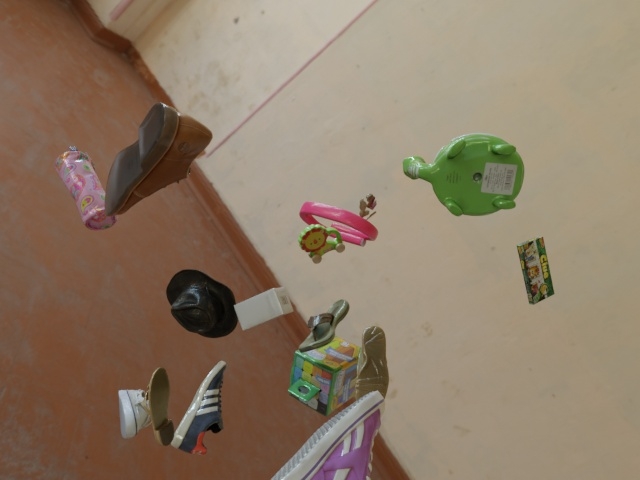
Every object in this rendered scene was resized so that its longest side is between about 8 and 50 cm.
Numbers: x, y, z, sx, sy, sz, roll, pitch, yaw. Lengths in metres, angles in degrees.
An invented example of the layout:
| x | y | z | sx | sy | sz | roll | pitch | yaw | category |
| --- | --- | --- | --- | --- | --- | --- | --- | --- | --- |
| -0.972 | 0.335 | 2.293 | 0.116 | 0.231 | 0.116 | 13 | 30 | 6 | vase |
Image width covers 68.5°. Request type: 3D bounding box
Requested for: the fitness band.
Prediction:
| x | y | z | sx | sy | sz | roll | pitch | yaw | category |
| --- | --- | --- | --- | --- | --- | --- | --- | --- | --- |
| 0.059 | -0.056 | 1.615 | 0.290 | 0.054 | 0.209 | 16 | -14 | 32 | fitness band |

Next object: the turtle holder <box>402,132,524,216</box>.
| x | y | z | sx | sy | sz | roll | pitch | yaw | category |
| --- | --- | --- | --- | --- | --- | --- | --- | --- | --- |
| 0.433 | -0.192 | 1.417 | 0.243 | 0.320 | 0.227 | 64 | 18 | -11 | turtle holder |

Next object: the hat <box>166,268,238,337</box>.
| x | y | z | sx | sy | sz | roll | pitch | yaw | category |
| --- | --- | --- | --- | --- | --- | --- | --- | --- | --- |
| -0.500 | 0.283 | 1.876 | 0.331 | 0.331 | 0.134 | 50 | 29 | -6 | hat |

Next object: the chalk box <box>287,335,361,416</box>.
| x | y | z | sx | sy | sz | roll | pitch | yaw | category |
| --- | --- | --- | --- | --- | --- | --- | --- | --- | --- |
| 0.010 | 0.478 | 1.665 | 0.180 | 0.179 | 0.289 | 19 | 18 | 33 | chalk box |

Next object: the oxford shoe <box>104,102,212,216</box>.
| x | y | z | sx | sy | sz | roll | pitch | yaw | category |
| --- | --- | --- | --- | --- | --- | --- | --- | --- | --- |
| -0.205 | -0.080 | 0.574 | 0.076 | 0.212 | 0.076 | 11 | 62 | -43 | oxford shoe |

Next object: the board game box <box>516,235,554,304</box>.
| x | y | z | sx | sy | sz | roll | pitch | yaw | category |
| --- | --- | --- | --- | --- | --- | --- | --- | --- | --- |
| 0.904 | 0.124 | 1.971 | 0.030 | 0.136 | 0.260 | -1 | -73 | 63 | board game box |

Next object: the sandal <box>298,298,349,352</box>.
| x | y | z | sx | sy | sz | roll | pitch | yaw | category |
| --- | --- | --- | --- | --- | --- | --- | --- | --- | --- |
| 0.002 | 0.277 | 1.586 | 0.086 | 0.120 | 0.303 | 58 | 32 | -11 | sandal |

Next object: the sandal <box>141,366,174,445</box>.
| x | y | z | sx | sy | sz | roll | pitch | yaw | category |
| --- | --- | --- | --- | --- | --- | --- | --- | --- | --- |
| -0.508 | 0.505 | 1.425 | 0.088 | 0.079 | 0.240 | -20 | 104 | -66 | sandal |

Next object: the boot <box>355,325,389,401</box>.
| x | y | z | sx | sy | sz | roll | pitch | yaw | category |
| --- | --- | --- | --- | --- | --- | --- | --- | --- | --- |
| 0.154 | 0.420 | 1.424 | 0.203 | 0.095 | 0.262 | 85 | 9 | -53 | boot |

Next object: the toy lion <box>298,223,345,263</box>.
| x | y | z | sx | sy | sz | roll | pitch | yaw | category |
| --- | --- | --- | --- | --- | --- | --- | --- | --- | --- |
| 0.000 | 0.000 | 1.087 | 0.034 | 0.100 | 0.096 | 54 | -15 | 51 | toy lion |

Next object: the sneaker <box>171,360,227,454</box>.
| x | y | z | sx | sy | sz | roll | pitch | yaw | category |
| --- | --- | --- | --- | --- | --- | --- | --- | --- | --- |
| -0.404 | 0.619 | 1.735 | 0.148 | 0.131 | 0.350 | 30 | 50 | -6 | sneaker |

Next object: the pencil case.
| x | y | z | sx | sy | sz | roll | pitch | yaw | category |
| --- | --- | --- | --- | --- | --- | --- | --- | --- | --- |
| -0.782 | -0.172 | 1.575 | 0.284 | 0.124 | 0.124 | 56 | 16 | 17 | pencil case |

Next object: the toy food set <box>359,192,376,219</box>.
| x | y | z | sx | sy | sz | roll | pitch | yaw | category |
| --- | --- | --- | --- | --- | --- | --- | --- | --- | --- |
| 0.156 | -0.117 | 1.557 | 0.019 | 0.078 | 0.122 | 44 | -17 | 29 | toy food set |

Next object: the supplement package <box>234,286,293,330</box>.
| x | y | z | sx | sy | sz | roll | pitch | yaw | category |
| --- | --- | --- | --- | --- | --- | --- | --- | --- | --- |
| -0.213 | 0.256 | 1.767 | 0.105 | 0.179 | 0.105 | 68 | 15 | 9 | supplement package |

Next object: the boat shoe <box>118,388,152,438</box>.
| x | y | z | sx | sy | sz | roll | pitch | yaw | category |
| --- | --- | --- | --- | --- | --- | --- | --- | --- | --- |
| -0.674 | 0.639 | 1.775 | 0.156 | 0.367 | 0.136 | -3 | 86 | -25 | boat shoe |

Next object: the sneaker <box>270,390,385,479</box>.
| x | y | z | sx | sy | sz | roll | pitch | yaw | category |
| --- | --- | --- | --- | --- | --- | --- | --- | --- | --- |
| 0.048 | 0.370 | 0.746 | 0.161 | 0.102 | 0.282 | 50 | 41 | 10 | sneaker |
